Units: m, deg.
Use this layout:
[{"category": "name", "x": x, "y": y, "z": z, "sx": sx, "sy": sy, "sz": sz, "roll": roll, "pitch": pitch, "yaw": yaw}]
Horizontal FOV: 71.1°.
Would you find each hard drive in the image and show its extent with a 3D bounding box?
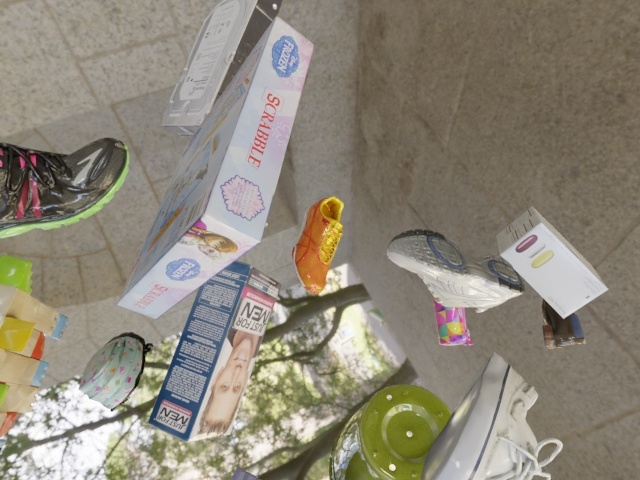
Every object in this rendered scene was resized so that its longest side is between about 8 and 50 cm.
[{"category": "hard drive", "x": -0.229, "y": -0.396, "z": 1.003, "sx": 0.064, "sy": 0.339, "sz": 0.237, "roll": 25, "pitch": 175, "yaw": -42}]

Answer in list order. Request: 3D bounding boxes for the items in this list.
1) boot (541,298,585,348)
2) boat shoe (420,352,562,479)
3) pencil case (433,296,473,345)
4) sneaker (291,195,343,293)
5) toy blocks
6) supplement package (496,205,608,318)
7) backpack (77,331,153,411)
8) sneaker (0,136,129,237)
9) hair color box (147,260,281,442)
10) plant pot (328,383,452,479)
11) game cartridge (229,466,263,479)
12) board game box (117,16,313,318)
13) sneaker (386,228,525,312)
[{"category": "boot", "x": 0.732, "y": 0.246, "z": 1.356, "sx": 0.219, "sy": 0.106, "sz": 0.082, "roll": -57, "pitch": -47, "yaw": -50}, {"category": "boat shoe", "x": 0.270, "y": 0.296, "z": 0.656, "sx": 0.156, "sy": 0.136, "sz": 0.367, "roll": 37, "pitch": -160, "yaw": 21}, {"category": "pencil case", "x": 0.426, "y": 0.229, "z": 1.458, "sx": 0.104, "sy": 0.104, "sz": 0.236, "roll": 101, "pitch": 165, "yaw": -68}, {"category": "sneaker", "x": 0.000, "y": 0.000, "z": 0.698, "sx": 0.064, "sy": 0.067, "sz": 0.175, "roll": 31, "pitch": -130, "yaw": -33}, {"category": "toy blocks", "x": -0.586, "y": 0.243, "z": 0.790, "sx": 0.261, "sy": 0.190, "sz": 0.382, "roll": 113, "pitch": 169, "yaw": -66}, {"category": "supplement package", "x": 0.674, "y": 0.058, "z": 1.332, "sx": 0.262, "sy": 0.145, "sz": 0.204, "roll": 45, "pitch": -155, "yaw": 1}, {"category": "backpack", "x": -0.489, "y": 0.312, "z": 1.058, "sx": 0.115, "sy": 0.152, "sz": 0.182, "roll": 37, "pitch": -173, "yaw": -23}, {"category": "sneaker", "x": -0.682, "y": -0.133, "z": 1.033, "sx": 0.185, "sy": 0.482, "sz": 0.202, "roll": 49, "pitch": 154, "yaw": 30}, {"category": "hair color box", "x": -0.208, "y": 0.223, "z": 0.941, "sx": 0.105, "sy": 0.347, "sz": 0.174, "roll": 14, "pitch": 167, "yaw": 21}, {"category": "plant pot", "x": 0.204, "y": 0.553, "z": 1.161, "sx": 0.353, "sy": 0.366, "sz": 0.366, "roll": 89, "pitch": 155, "yaw": -49}, {"category": "game cartridge", "x": -0.241, "y": 0.867, "z": 1.271, "sx": 0.230, "sy": 0.355, "sz": 0.068, "roll": 21, "pitch": 147, "yaw": 16}, {"category": "board game box", "x": -0.146, "y": -0.084, "z": 0.607, "sx": 0.318, "sy": 0.065, "sz": 0.318, "roll": -31, "pitch": 40, "yaw": 47}, {"category": "sneaker", "x": 0.253, "y": 0.076, "z": 0.877, "sx": 0.129, "sy": 0.297, "sz": 0.111, "roll": -55, "pitch": 20, "yaw": 37}]
